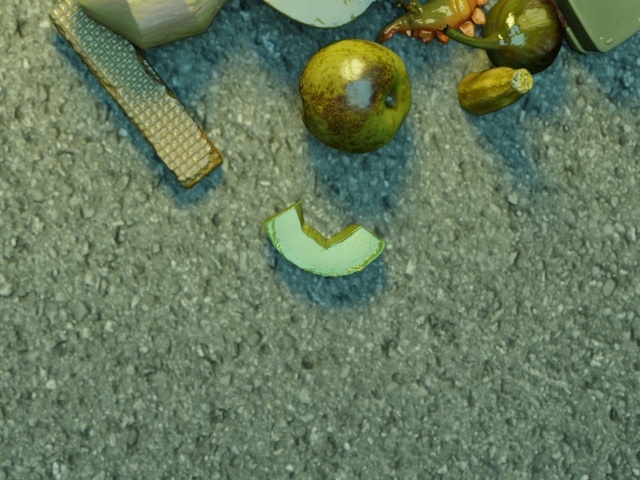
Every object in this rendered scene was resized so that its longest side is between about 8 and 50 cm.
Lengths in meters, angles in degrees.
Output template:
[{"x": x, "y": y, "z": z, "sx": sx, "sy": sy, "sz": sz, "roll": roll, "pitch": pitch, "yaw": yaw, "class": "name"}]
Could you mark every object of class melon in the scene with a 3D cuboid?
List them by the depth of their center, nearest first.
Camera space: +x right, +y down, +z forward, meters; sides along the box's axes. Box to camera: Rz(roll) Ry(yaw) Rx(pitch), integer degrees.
[{"x": 0.000, "y": 0.000, "z": 1.768, "sx": 0.209, "sy": 0.064, "sz": 0.118, "roll": 29, "pitch": 92, "yaw": -6, "class": "melon"}]

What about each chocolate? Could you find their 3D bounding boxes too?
[{"x": 0.303, "y": -0.261, "z": 1.700, "sx": 0.085, "sy": 0.219, "sz": 0.086, "roll": -1, "pitch": 93, "yaw": -10, "class": "chocolate"}]

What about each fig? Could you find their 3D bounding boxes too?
[{"x": 0.307, "y": -0.351, "z": 1.700, "sx": 0.245, "sy": 0.149, "sz": 0.149, "roll": -14, "pitch": 97, "yaw": -36, "class": "fig"}]

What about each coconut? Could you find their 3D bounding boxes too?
[{"x": -0.281, "y": -0.435, "z": 1.613, "sx": 0.259, "sy": 0.259, "sz": 0.259, "roll": -1, "pitch": 95, "yaw": -7, "class": "coconut"}]

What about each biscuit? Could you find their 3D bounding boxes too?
[{"x": -0.315, "y": -0.259, "z": 1.711, "sx": 0.094, "sy": 0.054, "sz": 0.379, "roll": -39, "pitch": 98, "yaw": -1, "class": "biscuit"}]

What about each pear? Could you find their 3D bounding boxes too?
[{"x": 0.051, "y": -0.248, "z": 1.692, "sx": 0.197, "sy": 0.197, "sz": 0.197, "roll": -1, "pitch": 95, "yaw": -7, "class": "pear"}]

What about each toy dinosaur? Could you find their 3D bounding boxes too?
[{"x": 0.234, "y": -0.410, "z": 1.757, "sx": 0.288, "sy": 0.070, "sz": 0.117, "roll": -29, "pitch": 108, "yaw": 0, "class": "toy dinosaur"}]

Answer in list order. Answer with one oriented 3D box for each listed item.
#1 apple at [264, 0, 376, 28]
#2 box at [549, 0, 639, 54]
[{"x": 0.015, "y": -0.534, "z": 1.615, "sx": 0.311, "sy": 0.320, "sz": 0.360, "roll": -40, "pitch": 110, "yaw": -44, "class": "apple"}, {"x": 0.473, "y": -0.437, "z": 1.733, "sx": 0.148, "sy": 0.129, "sz": 0.210, "roll": -36, "pitch": 107, "yaw": 2, "class": "box"}]
